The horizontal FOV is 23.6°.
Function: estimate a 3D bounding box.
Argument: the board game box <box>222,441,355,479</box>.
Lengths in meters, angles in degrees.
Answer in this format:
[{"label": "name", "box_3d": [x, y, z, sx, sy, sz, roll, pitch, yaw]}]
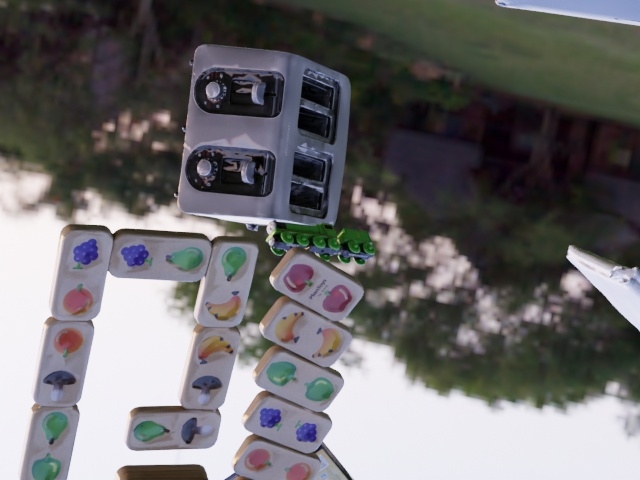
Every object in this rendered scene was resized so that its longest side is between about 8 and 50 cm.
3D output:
[{"label": "board game box", "box_3d": [-0.025, 0.311, 1.631, 0.042, 0.165, 0.243, 54, 179, 44]}]

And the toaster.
[{"label": "toaster", "box_3d": [-0.052, -0.095, 1.519, 0.110, 0.168, 0.185, 7, 178, 24]}]

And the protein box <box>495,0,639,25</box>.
[{"label": "protein box", "box_3d": [0.222, -0.249, 0.959, 0.199, 0.201, 0.136, 10, 173, 9]}]

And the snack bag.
[{"label": "snack bag", "box_3d": [0.386, 0.126, 1.498, 0.342, 0.037, 0.323, 44, -177, -3]}]

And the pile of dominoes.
[{"label": "pile of dominoes", "box_3d": [-0.075, 0.114, 0.915, 0.196, 0.251, 0.040, 3, -153, -23]}]

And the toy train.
[{"label": "toy train", "box_3d": [0.000, 0.000, 0.972, 0.083, 0.017, 0.024, 8, -132, -38]}]
